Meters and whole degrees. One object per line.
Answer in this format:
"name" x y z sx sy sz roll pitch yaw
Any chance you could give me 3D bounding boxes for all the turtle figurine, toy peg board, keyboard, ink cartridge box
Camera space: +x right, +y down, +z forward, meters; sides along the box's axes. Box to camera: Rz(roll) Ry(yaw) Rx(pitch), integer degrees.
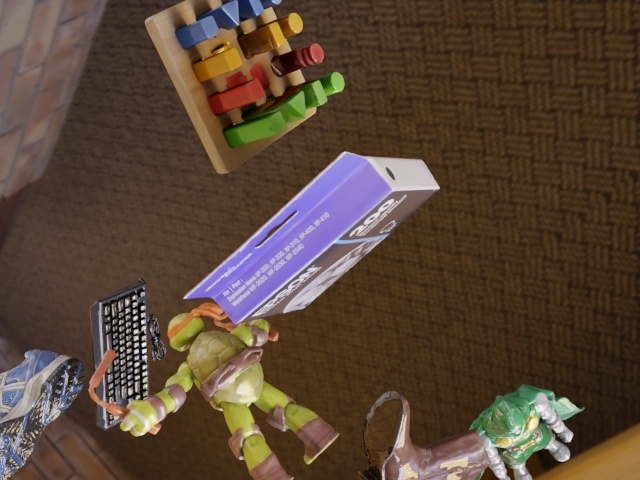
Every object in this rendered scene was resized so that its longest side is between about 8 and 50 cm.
"turtle figurine" -0.080 0.140 0.984 0.217 0.269 0.087 47 130 9
"toy peg board" -0.059 -0.174 0.942 0.079 0.161 0.161 -11 111 40
"keyboard" -0.225 0.133 1.163 0.023 0.108 0.180 23 123 31
"ink cartridge box" 0.000 0.000 0.918 0.206 0.208 0.045 -41 75 20

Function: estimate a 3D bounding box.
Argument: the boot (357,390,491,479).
"boot" 0.086 0.152 0.731 0.037 0.114 0.106 46 130 47

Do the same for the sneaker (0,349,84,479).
"sneaker" -0.387 0.220 1.199 0.081 0.211 0.080 20 139 27

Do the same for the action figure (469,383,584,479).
"action figure" 0.185 0.181 0.897 0.063 0.137 0.232 53 -177 28
